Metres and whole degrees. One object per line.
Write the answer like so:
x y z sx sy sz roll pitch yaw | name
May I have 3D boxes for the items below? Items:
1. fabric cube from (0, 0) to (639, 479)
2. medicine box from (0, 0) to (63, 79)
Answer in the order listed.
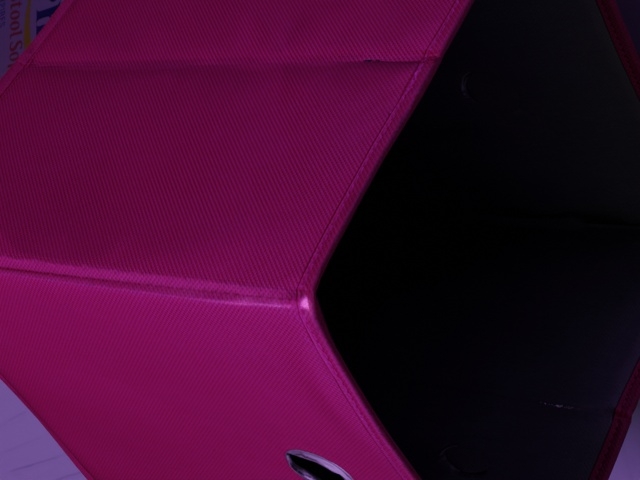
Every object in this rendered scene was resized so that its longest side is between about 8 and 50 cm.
0.000 0.000 0.803 0.258 0.259 0.254 5 142 37 | fabric cube
-0.313 -0.132 1.097 0.289 0.149 0.263 29 132 23 | medicine box
